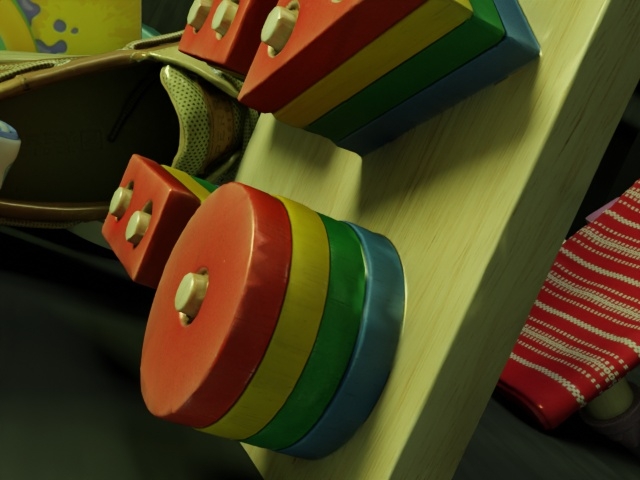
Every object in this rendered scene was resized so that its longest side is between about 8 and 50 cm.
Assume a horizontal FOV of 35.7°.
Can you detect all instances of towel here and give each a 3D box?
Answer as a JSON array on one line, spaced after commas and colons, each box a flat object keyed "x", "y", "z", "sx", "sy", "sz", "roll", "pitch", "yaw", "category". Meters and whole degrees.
[{"x": 0.242, "y": 0.040, "z": 0.844, "sx": 0.031, "sy": 0.274, "sz": 0.199, "roll": 59, "pitch": -9, "yaw": -22, "category": "towel"}]

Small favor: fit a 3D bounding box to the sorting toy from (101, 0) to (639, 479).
[{"x": -0.006, "y": -0.042, "z": 0.411, "sx": 0.089, "sy": 0.257, "sz": 0.255, "roll": 21, "pitch": 6, "yaw": -25, "category": "sorting toy"}]

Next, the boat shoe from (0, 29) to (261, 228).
[{"x": -0.080, "y": -0.063, "z": 0.578, "sx": 0.323, "sy": 0.123, "sz": 0.120, "roll": -14, "pitch": 17, "yaw": -22, "category": "boat shoe"}]

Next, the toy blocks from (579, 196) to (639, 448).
[{"x": 0.349, "y": 0.117, "z": 0.933, "sx": 0.260, "sy": 0.308, "sz": 0.289, "roll": 57, "pitch": 6, "yaw": -22, "category": "toy blocks"}]

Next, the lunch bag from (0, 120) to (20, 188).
[{"x": -0.243, "y": -0.057, "z": 0.410, "sx": 0.219, "sy": 0.090, "sz": 0.176, "roll": 28, "pitch": 7, "yaw": 32, "category": "lunch bag"}]

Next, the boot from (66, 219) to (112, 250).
[{"x": -0.134, "y": -0.041, "z": 0.747, "sx": 0.069, "sy": 0.086, "sz": 0.190, "roll": 25, "pitch": 5, "yaw": 3, "category": "boot"}]

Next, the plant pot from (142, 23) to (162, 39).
[{"x": -0.185, "y": -0.152, "z": 1.268, "sx": 0.234, "sy": 0.166, "sz": 0.165, "roll": 33, "pitch": 6, "yaw": 7, "category": "plant pot"}]

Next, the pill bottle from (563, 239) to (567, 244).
[{"x": 0.325, "y": 0.011, "z": 1.844, "sx": 0.278, "sy": 0.162, "sz": 0.162, "roll": 21, "pitch": 6, "yaw": -25, "category": "pill bottle"}]

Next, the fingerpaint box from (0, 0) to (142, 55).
[{"x": -0.225, "y": -0.290, "z": 0.739, "sx": 0.163, "sy": 0.445, "sz": 0.371, "roll": -2, "pitch": 13, "yaw": -16, "category": "fingerpaint box"}]
